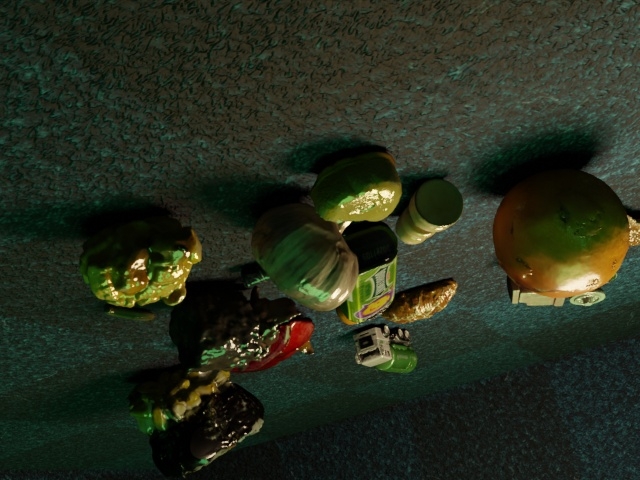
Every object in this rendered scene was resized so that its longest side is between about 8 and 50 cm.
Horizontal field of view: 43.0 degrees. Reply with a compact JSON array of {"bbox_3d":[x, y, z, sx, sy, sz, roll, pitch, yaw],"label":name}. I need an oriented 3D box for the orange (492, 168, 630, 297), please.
[{"bbox_3d":[0.443,-0.012,1.505,0.246,0.246,0.246,-11,159,-4],"label":"orange"}]

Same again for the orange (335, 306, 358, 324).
[{"bbox_3d":[0.078,0.166,1.975,0.084,0.083,0.083,-11,159,-4],"label":"orange"}]

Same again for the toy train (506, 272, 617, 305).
[{"bbox_3d":[0.552,0.057,1.885,0.222,0.150,0.304,-2,155,8],"label":"toy train"}]

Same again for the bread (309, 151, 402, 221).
[{"bbox_3d":[0.068,-0.088,1.312,0.156,0.086,0.125,2,148,-41],"label":"bread"}]

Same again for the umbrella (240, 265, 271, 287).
[{"bbox_3d":[-0.070,0.053,1.653,0.188,0.050,0.046,-15,139,7],"label":"umbrella"}]

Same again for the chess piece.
[{"bbox_3d":[0.187,-0.043,1.504,0.094,0.094,0.170,-6,165,-18],"label":"chess piece"}]

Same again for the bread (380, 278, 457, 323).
[{"bbox_3d":[0.251,0.167,2.089,0.233,0.076,0.105,-26,158,26],"label":"bread"}]

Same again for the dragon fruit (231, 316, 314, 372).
[{"bbox_3d":[-0.145,0.282,2.097,0.344,0.100,0.282,-18,168,24],"label":"dragon fruit"}]

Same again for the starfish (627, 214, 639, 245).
[{"bbox_3d":[0.740,-0.025,1.907,0.299,0.060,0.302,-4,158,-28],"label":"starfish"}]

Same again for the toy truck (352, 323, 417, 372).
[{"bbox_3d":[0.195,0.324,2.389,0.101,0.125,0.242,-23,156,28],"label":"toy truck"}]

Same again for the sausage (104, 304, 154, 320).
[{"bbox_3d":[-0.407,0.157,1.740,0.024,0.024,0.132,-25,155,28],"label":"sausage"}]

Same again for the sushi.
[{"bbox_3d":[-0.353,0.481,2.297,0.329,0.285,0.328,-26,173,-31],"label":"sushi"}]

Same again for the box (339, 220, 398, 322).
[{"bbox_3d":[0.096,0.075,1.704,0.134,0.097,0.345,-30,160,-8],"label":"box"}]

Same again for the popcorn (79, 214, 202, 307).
[{"bbox_3d":[-0.293,0.032,1.343,0.194,0.140,0.163,-21,152,-7],"label":"popcorn"}]

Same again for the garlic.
[{"bbox_3d":[0.000,0.000,1.404,0.212,0.218,0.218,-45,155,2],"label":"garlic"}]

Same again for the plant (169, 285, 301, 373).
[{"bbox_3d":[-0.196,0.183,1.729,0.234,0.178,0.204,-12,151,-33],"label":"plant"}]
